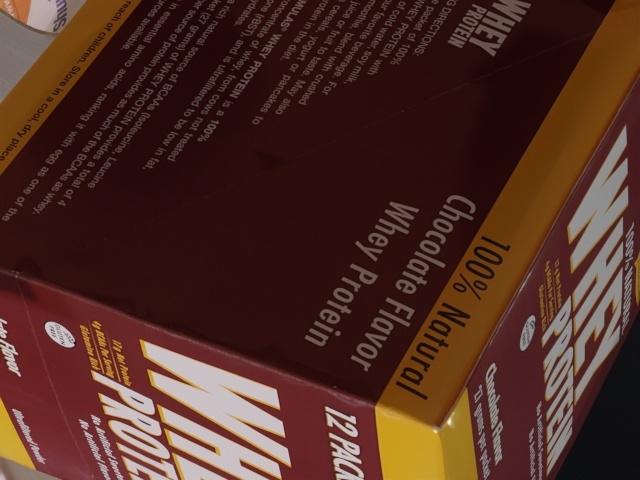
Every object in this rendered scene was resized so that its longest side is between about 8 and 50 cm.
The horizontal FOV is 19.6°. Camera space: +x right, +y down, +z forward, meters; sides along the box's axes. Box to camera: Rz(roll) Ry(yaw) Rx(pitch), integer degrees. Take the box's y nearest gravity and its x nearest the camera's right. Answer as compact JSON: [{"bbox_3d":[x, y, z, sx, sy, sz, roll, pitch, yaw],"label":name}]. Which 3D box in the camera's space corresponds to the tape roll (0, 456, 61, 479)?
[{"bbox_3d":[-0.056,0.182,1.326,0.392,0.072,0.392,15,-150,-9],"label":"tape roll"}]

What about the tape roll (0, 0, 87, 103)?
[{"bbox_3d":[-0.168,-0.130,0.879,0.072,0.219,0.219,-30,-160,29],"label":"tape roll"}]

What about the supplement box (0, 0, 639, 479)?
[{"bbox_3d":[0.000,0.000,0.643,0.194,0.129,0.191,18,-126,22],"label":"supplement box"}]
